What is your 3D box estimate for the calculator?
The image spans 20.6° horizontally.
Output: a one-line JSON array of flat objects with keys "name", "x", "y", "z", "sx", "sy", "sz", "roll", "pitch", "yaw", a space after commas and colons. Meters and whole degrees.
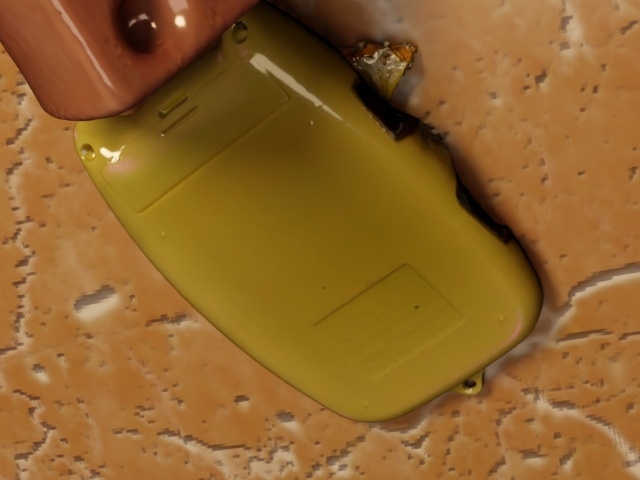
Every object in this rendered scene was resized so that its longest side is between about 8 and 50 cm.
[{"name": "calculator", "x": 0.000, "y": 0.000, "z": 0.844, "sx": 0.157, "sy": 0.033, "sz": 0.236, "roll": -36, "pitch": 112, "yaw": 27}]

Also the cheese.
[{"name": "cheese", "x": -0.100, "y": -0.148, "z": 0.772, "sx": 0.177, "sy": 0.203, "sz": 0.128, "roll": -9, "pitch": 121, "yaw": 51}]

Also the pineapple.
[{"name": "pineapple", "x": 0.010, "y": -0.066, "z": 0.830, "sx": 0.045, "sy": 0.019, "sz": 0.083, "roll": 30, "pitch": 121, "yaw": -5}]
